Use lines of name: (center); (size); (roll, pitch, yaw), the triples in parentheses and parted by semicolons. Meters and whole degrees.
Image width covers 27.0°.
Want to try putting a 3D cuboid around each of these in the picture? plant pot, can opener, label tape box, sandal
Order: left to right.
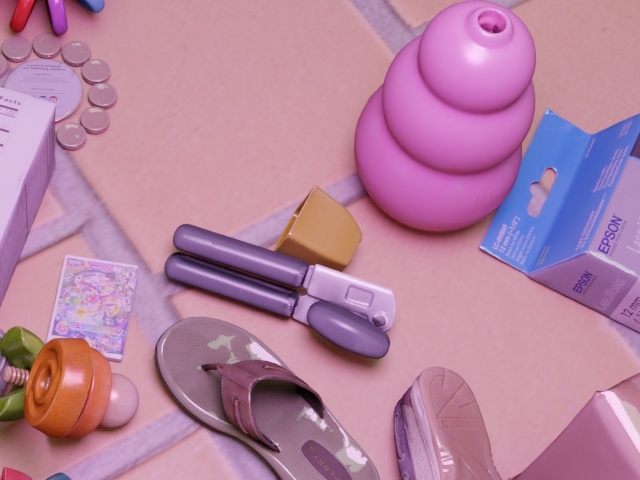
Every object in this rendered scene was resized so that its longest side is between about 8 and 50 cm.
sandal: (-0.049, 0.183, 1.470); (0.303, 0.086, 0.120); (38, 61, 11)
can opener: (-0.044, 0.054, 1.539); (0.280, 0.093, 0.074); (20, 102, 5)
plant pot: (0.000, 0.000, 1.590); (0.083, 0.081, 0.081); (31, 60, -6)
label tape box: (0.409, -0.026, 1.657); (0.348, 0.115, 0.249); (28, 60, 4)

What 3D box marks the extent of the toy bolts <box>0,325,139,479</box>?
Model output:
toy bolts: (-0.246, 0.213, 1.366); (0.158, 0.218, 0.228); (20, 71, -31)

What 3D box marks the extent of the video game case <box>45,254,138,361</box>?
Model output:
video game case: (-0.262, 0.077, 1.535); (0.087, 0.011, 0.122); (9, 60, -5)

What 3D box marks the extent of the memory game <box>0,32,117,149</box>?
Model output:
memory game: (-0.347, -0.184, 1.666); (0.186, 0.012, 0.186); (4, 60, -7)

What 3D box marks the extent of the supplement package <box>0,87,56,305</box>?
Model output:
supplement package: (-0.398, -0.042, 1.504); (0.134, 0.139, 0.244); (16, 58, -2)

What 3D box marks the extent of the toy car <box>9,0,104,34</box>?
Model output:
toy car: (-0.349, -0.328, 1.681); (0.182, 0.159, 0.136); (-3, 92, -12)

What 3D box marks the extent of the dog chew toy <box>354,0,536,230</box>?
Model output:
dog chew toy: (0.157, -0.152, 1.554); (0.207, 0.332, 0.206); (5, 61, -8)

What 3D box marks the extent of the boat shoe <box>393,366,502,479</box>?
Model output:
boat shoe: (0.140, 0.280, 1.449); (0.103, 0.092, 0.285); (6, 56, -29)

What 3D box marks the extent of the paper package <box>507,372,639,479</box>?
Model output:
paper package: (0.370, 0.309, 1.347); (0.168, 0.309, 0.325); (-22, 68, -21)

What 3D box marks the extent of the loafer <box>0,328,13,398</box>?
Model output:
loafer: (-0.431, 0.203, 1.374); (0.112, 0.111, 0.319); (31, 60, 7)
